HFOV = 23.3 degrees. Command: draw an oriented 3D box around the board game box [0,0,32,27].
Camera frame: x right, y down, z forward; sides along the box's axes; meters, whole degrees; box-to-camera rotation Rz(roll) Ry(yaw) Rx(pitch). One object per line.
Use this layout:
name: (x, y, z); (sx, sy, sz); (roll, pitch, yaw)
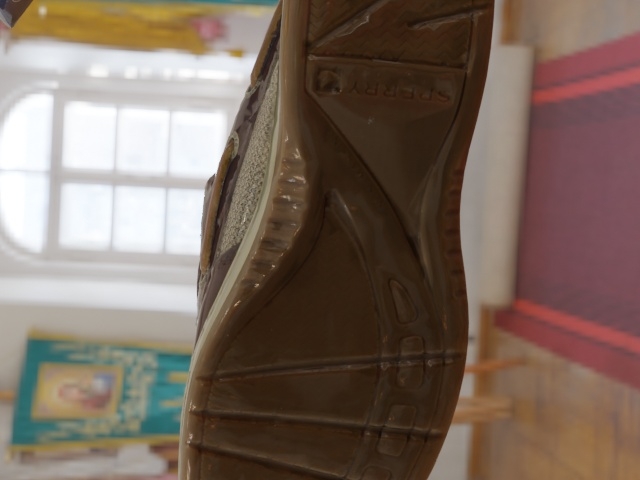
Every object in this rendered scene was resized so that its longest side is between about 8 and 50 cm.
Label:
board game box: (-0.202, -0.244, 0.779); (0.165, 0.243, 0.042); (-53, -7, -8)

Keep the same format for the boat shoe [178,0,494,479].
boat shoe: (0.000, 0.000, 0.732); (0.123, 0.123, 0.342); (-135, 52, -74)
